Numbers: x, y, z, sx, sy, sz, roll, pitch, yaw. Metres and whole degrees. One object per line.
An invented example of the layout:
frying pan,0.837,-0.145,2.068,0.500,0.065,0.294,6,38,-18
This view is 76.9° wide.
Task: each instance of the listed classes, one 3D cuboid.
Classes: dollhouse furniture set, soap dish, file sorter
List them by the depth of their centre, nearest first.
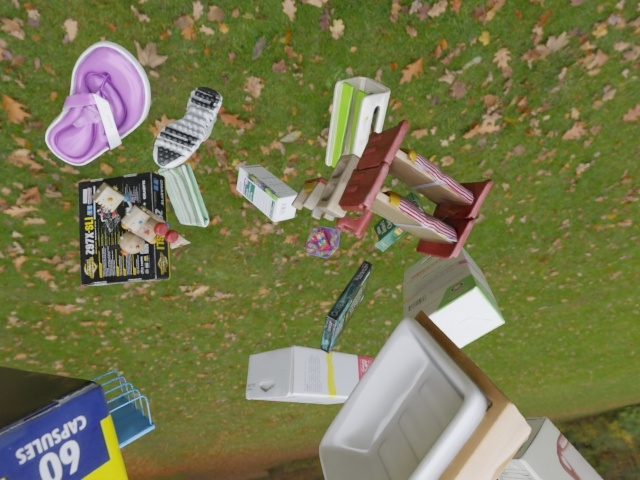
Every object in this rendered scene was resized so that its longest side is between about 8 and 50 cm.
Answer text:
soap dish,0.126,0.271,0.554,0.118,0.229,0.290,28,98,-17
dollhouse furniture set,0.112,-0.090,0.804,0.201,0.152,0.374,28,175,-21
file sorter,-0.509,0.411,0.986,0.170,0.104,0.118,13,-158,40

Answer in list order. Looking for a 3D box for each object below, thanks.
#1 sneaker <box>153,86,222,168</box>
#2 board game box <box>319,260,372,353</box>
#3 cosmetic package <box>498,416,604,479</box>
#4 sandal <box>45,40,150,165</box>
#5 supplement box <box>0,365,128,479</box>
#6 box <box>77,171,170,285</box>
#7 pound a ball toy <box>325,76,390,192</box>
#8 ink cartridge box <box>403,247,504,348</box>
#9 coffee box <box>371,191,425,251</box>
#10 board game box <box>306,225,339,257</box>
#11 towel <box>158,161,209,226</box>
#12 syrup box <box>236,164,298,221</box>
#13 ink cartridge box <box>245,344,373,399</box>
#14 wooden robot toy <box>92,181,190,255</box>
sneaker,-0.373,-0.307,1.163,0.110,0.292,0.118,27,151,-2
board game box,0.059,0.145,0.900,0.026,0.186,0.126,24,135,17
cosmetic package,0.529,0.556,0.892,0.129,0.296,0.153,-36,170,-28
sandal,-0.532,-0.280,0.948,0.169,0.102,0.416,33,136,-29
supplement box,-0.244,0.294,0.269,0.196,0.356,0.194,-6,-171,31
box,-0.593,-0.032,1.217,0.258,0.321,0.079,-6,175,14
pound a ball toy,0.136,-0.282,1.180,0.136,0.208,0.319,-23,139,-30
ink cartridge box,0.337,0.140,1.086,0.207,0.353,0.119,-39,99,21
coffee box,0.242,-0.059,1.274,0.040,0.113,0.184,37,116,-21
board game box,0.000,0.000,1.721,0.169,0.133,0.033,12,167,38
towel,-0.522,-0.168,1.530,0.038,0.247,0.325,-27,-161,-31
syrup box,-0.187,-0.168,1.396,0.096,0.237,0.093,-17,134,-42
ink cartridge box,-0.032,0.494,1.456,0.385,0.160,0.279,20,149,-37
wooden robot toy,-0.277,-0.009,0.616,0.079,0.076,0.173,-52,148,-8
